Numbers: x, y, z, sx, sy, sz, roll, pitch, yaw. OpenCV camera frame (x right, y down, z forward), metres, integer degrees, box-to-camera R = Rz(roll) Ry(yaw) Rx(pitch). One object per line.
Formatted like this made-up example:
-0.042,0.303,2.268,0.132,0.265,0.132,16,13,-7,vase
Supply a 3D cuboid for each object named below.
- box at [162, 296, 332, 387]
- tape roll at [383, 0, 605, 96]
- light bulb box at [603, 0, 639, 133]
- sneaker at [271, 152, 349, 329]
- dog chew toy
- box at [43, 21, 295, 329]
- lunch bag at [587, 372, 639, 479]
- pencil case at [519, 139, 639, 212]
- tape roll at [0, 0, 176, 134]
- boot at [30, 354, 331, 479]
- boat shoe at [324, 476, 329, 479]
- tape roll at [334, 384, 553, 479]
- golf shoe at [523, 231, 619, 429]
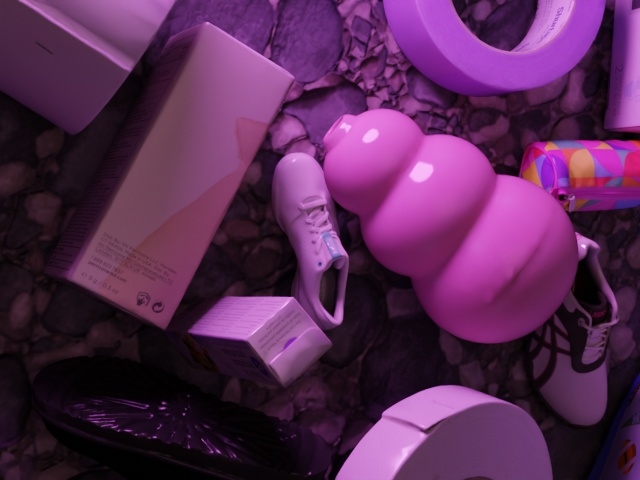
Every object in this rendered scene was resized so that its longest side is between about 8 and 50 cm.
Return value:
-0.087,0.100,1.234,0.067,0.324,0.063,-42,102,-19,box
0.217,-0.319,1.478,0.275,0.090,0.274,-1,92,-23,tape roll
0.592,-0.303,1.559,0.361,0.225,0.357,5,90,-22,light bulb box
0.000,0.000,1.392,0.080,0.094,0.212,-12,95,-20,sneaker
0.142,-0.028,1.402,0.332,0.206,0.206,39,77,-10,dog chew toy
-0.167,-0.071,1.296,0.121,0.148,0.311,31,81,-21,box
0.523,0.313,1.487,0.239,0.328,0.385,26,80,-25,lunch bag
0.371,-0.081,1.540,0.237,0.104,0.104,-5,93,-22,pencil case
-0.256,-0.252,1.202,0.169,0.246,0.246,33,79,-20,tape roll
-0.173,0.296,1.309,0.348,0.131,0.260,20,115,7,boot
-0.068,0.260,1.383,0.223,0.080,0.073,40,33,-2,boat shoe
0.134,0.361,1.382,0.392,0.072,0.391,-14,111,-43,tape roll
0.323,0.119,1.515,0.105,0.120,0.272,-18,99,-23,golf shoe
